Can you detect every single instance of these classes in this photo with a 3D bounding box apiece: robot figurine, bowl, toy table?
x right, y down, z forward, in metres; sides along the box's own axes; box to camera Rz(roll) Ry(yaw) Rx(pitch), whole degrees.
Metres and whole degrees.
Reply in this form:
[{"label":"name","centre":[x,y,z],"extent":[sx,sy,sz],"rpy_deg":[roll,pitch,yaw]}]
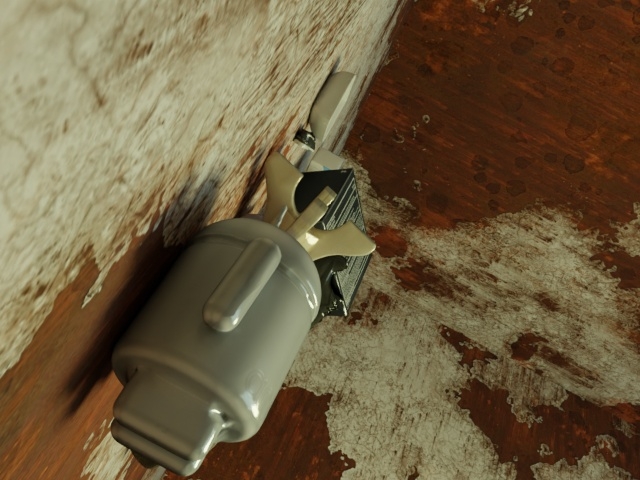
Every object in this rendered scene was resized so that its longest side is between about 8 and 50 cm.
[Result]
[{"label":"robot figurine","centre":[-0.124,0.112,0.834],"extent":[0.353,0.200,0.300],"rpy_deg":[-62,-176,-36]},{"label":"bowl","centre":[0.020,-0.303,1.447],"extent":[0.141,0.053,0.142],"rpy_deg":[-62,179,-15]},{"label":"toy table","centre":[-0.042,-0.020,1.185],"extent":[0.161,0.252,0.274],"rpy_deg":[-46,-164,13]}]

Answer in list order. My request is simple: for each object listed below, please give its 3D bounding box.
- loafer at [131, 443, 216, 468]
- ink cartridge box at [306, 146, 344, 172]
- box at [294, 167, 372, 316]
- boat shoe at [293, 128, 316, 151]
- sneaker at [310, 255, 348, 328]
[{"label":"loafer","centre":[-0.289,0.389,1.331],"extent":[0.269,0.101,0.092],"rpy_deg":[-27,-167,35]},{"label":"ink cartridge box","centre":[0.002,-0.214,2.131],"extent":[0.090,0.092,0.143],"rpy_deg":[-61,178,-46]},{"label":"box","centre":[0.000,0.000,1.759],"extent":[0.296,0.183,0.293],"rpy_deg":[-61,144,-53]},{"label":"boat shoe","centre":[-0.029,-0.223,1.428],"extent":[0.038,0.046,0.125],"rpy_deg":[-57,172,9]},{"label":"sneaker","centre":[-0.021,0.147,1.472],"extent":[0.109,0.130,0.286],"rpy_deg":[-56,164,-73]}]
